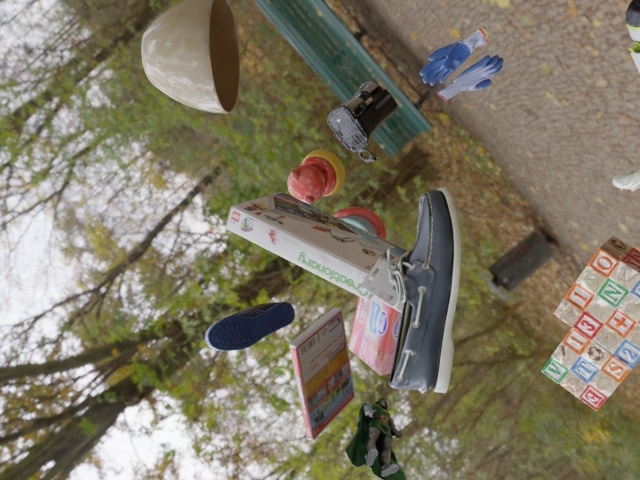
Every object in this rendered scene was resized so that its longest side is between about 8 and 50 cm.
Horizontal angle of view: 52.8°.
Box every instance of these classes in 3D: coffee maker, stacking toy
[{"bbox_3d":[0.127,-0.331,1.787,0.120,0.178,0.171,1,125,42],"label":"coffee maker"},{"bbox_3d":[-0.011,-0.035,1.627,0.309,0.279,0.130,51,-143,-2],"label":"stacking toy"}]

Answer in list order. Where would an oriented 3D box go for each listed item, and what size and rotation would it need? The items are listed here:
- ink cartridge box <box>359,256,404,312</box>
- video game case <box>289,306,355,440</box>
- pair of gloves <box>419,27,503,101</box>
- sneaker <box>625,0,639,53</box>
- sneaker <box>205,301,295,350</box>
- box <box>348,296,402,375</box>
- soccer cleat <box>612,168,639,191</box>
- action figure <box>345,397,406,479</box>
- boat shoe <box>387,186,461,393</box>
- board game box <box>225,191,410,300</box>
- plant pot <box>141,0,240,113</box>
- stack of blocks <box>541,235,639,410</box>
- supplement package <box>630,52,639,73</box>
[{"bbox_3d":[0.125,0.076,1.057,0.115,0.063,0.029,32,-169,-11],"label":"ink cartridge box"},{"bbox_3d":[0.011,0.342,1.671,0.025,0.204,0.285,7,116,36],"label":"video game case"},{"bbox_3d":[0.310,-0.370,1.399,0.198,0.159,0.023,27,-142,-52],"label":"pair of gloves"},{"bbox_3d":[0.602,-0.392,1.067,0.097,0.234,0.084,59,180,-37],"label":"sneaker"},{"bbox_3d":[-0.170,0.198,1.473,0.090,0.232,0.081,-18,87,52],"label":"sneaker"},{"bbox_3d":[0.200,0.198,1.777,0.142,0.300,0.154,-6,-153,-36],"label":"box"},{"bbox_3d":[0.864,-0.174,1.688,0.196,0.068,0.076,2,136,44],"label":"soccer cleat"},{"bbox_3d":[0.116,0.378,1.279,0.137,0.063,0.232,39,-166,-6],"label":"action figure"},{"bbox_3d":[0.121,0.062,0.783,0.095,0.079,0.255,-86,-2,-75],"label":"boat shoe"},{"bbox_3d":[0.000,0.000,1.214,0.305,0.053,0.193,26,-159,19],"label":"board game box"},{"bbox_3d":[-0.321,-0.450,1.572,0.284,0.190,0.284,-1,-90,-83],"label":"plant pot"},{"bbox_3d":[0.548,0.163,1.245,0.171,0.297,0.087,37,-143,24],"label":"stack of blocks"},{"bbox_3d":[0.790,-0.369,1.423,0.105,0.105,0.179,-21,98,59],"label":"supplement package"}]
